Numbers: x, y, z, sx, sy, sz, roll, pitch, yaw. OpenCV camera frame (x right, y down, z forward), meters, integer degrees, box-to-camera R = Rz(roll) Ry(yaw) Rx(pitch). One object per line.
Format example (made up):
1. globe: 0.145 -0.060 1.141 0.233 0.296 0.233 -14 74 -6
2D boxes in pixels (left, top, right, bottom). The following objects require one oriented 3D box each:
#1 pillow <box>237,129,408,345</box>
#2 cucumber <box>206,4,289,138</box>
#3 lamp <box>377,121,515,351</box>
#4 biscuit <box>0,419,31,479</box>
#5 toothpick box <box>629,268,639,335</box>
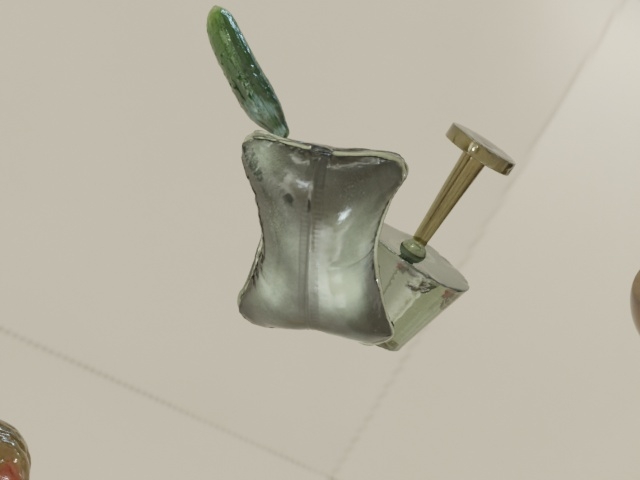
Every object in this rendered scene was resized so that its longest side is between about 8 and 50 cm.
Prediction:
1. pillow: -0.001 0.001 0.932 0.055 0.091 0.135 -36 142 -41
2. cucumber: -0.069 -0.152 1.524 0.037 0.037 0.155 -28 83 -5
3. lamp: 0.100 -0.002 1.546 0.121 0.121 0.214 29 102 -23
4. biscuit: -0.499 0.139 1.579 0.368 0.076 0.394 -15 106 -5
5. toothpick box: 0.439 0.144 1.693 0.192 0.192 0.294 -31 114 -4
